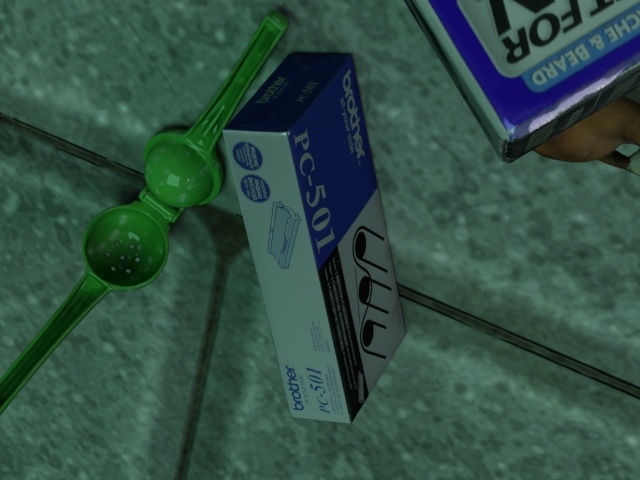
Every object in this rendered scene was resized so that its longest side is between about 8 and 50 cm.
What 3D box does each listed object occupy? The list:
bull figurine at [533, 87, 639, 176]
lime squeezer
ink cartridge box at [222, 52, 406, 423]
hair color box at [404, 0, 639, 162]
[{"bbox_3d":[0.111,-0.143,0.836,0.188,0.101,0.310,20,157,44],"label":"bull figurine"},{"bbox_3d":[-0.114,-0.023,1.091,0.059,0.110,0.310,42,102,16],"label":"lime squeezer"},{"bbox_3d":[0.000,0.000,1.043,0.046,0.097,0.207,4,124,25],"label":"ink cartridge box"},{"bbox_3d":[0.026,-0.200,0.653,0.110,0.185,0.339,-30,88,5],"label":"hair color box"}]
